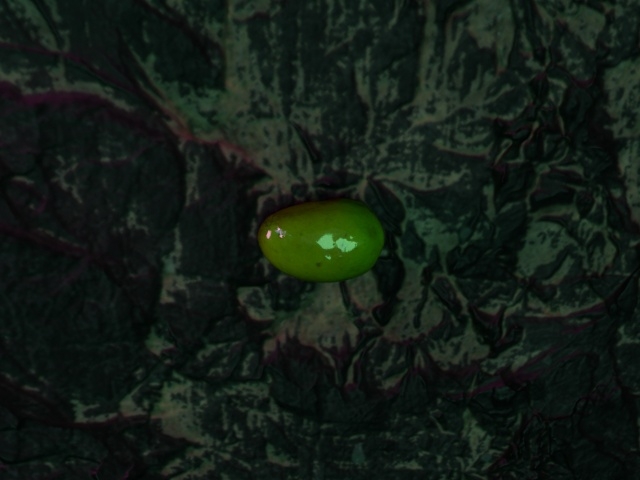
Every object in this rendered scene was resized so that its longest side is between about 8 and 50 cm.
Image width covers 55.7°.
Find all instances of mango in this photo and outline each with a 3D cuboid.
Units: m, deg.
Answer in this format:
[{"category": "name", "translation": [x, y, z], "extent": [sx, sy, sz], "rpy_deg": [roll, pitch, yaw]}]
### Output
[{"category": "mango", "translation": [0.000, 0.000, 0.518], "extent": [0.108, 0.056, 0.073], "rpy_deg": [5, 108, 1]}]
